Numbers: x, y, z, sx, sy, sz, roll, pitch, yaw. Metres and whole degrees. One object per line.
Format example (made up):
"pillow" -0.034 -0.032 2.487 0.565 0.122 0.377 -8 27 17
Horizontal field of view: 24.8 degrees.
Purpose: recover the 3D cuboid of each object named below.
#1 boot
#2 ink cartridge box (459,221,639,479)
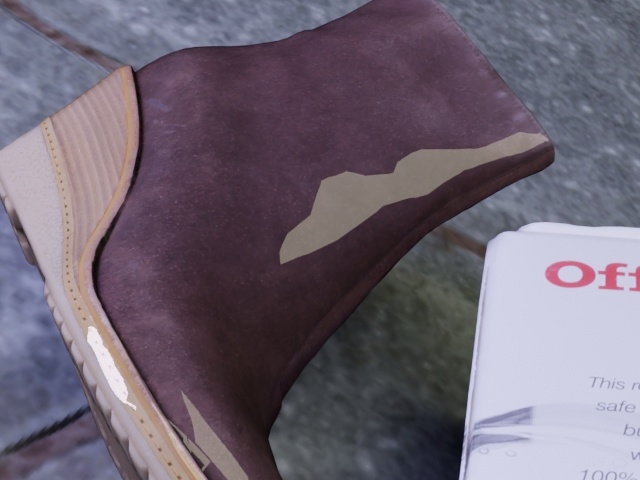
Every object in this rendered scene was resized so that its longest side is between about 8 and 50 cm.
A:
"boot" 0.000 0.000 0.551 0.207 0.090 0.248 -23 50 -11
"ink cartridge box" 0.148 0.129 0.489 0.207 0.117 0.283 4 38 9
